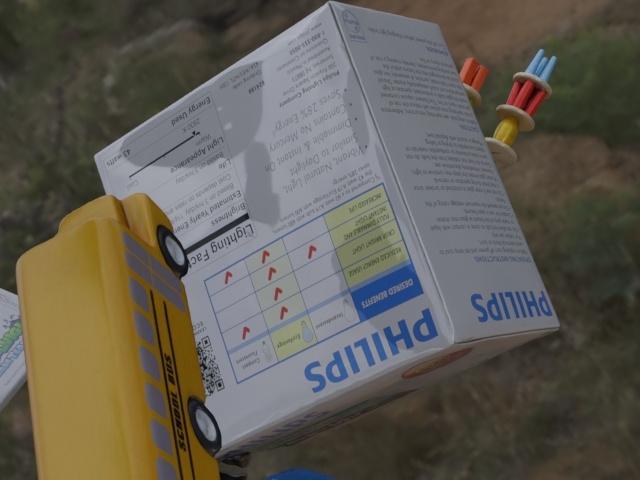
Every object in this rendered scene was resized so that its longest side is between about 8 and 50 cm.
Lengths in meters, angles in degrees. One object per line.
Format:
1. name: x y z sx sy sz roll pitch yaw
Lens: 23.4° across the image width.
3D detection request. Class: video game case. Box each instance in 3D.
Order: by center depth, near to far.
1. video game case: -0.358 0.105 1.592 0.157 0.143 0.019 -57 -16 -47

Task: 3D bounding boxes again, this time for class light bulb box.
1. light bulb box: 0.000 0.000 1.619 0.358 0.361 0.225 -28 -16 33

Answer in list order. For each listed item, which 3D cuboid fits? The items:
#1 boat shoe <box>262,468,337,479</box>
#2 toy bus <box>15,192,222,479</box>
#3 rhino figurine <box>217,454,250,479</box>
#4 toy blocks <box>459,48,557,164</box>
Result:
1. boat shoe: 0.049 0.256 1.189 0.109 0.089 0.258 -16 25 -32
2. toy bus: -0.167 0.101 1.248 0.108 0.130 0.333 -26 52 16
3. rhino figurine: -0.131 0.242 1.683 0.106 0.073 0.243 11 14 3
4. toy blocks: 0.216 -0.182 1.895 0.148 0.123 0.054 -61 -11 -17
